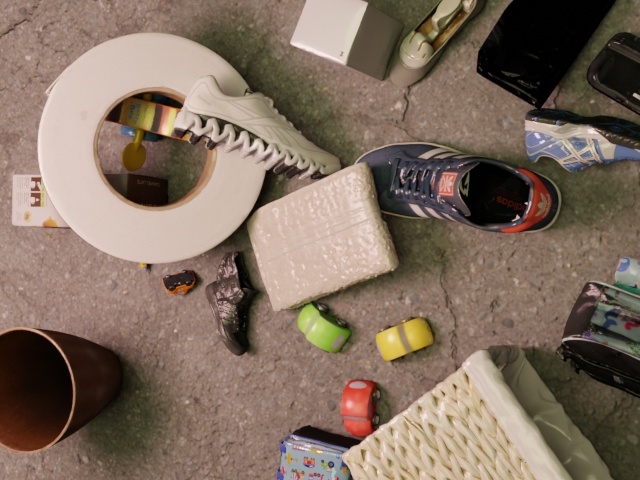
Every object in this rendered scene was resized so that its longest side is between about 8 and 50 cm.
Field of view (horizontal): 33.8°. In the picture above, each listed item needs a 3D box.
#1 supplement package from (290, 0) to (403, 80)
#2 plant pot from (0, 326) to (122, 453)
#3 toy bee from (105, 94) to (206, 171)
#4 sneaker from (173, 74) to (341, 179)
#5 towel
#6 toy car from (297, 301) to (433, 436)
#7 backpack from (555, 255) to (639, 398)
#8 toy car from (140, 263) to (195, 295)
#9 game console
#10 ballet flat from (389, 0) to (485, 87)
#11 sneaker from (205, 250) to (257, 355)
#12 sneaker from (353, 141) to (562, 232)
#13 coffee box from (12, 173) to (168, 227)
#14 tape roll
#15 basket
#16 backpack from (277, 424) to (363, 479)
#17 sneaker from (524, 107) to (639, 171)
[{"bbox_3d":[0.046,-0.335,1.706,0.105,0.179,0.105,25,100,20],"label":"supplement package"},{"bbox_3d":[-0.464,0.254,1.891,0.215,0.230,0.216,0,91,22],"label":"plant pot"},{"bbox_3d":[-0.347,-0.221,1.881,0.298,0.162,0.195,-6,89,22],"label":"toy bee"},{"bbox_3d":[-0.092,-0.183,1.752,0.292,0.110,0.118,20,79,-17],"label":"sneaker"},{"bbox_3d":[0.000,0.000,1.764,0.282,0.049,0.187,-22,83,38],"label":"towel"},{"bbox_3d":[0.046,0.187,1.775,0.225,0.053,0.239,36,103,18],"label":"toy car"},{"bbox_3d":[0.497,0.148,1.491,0.253,0.225,0.191,26,83,31],"label":"backpack"},{"bbox_3d":[-0.279,0.060,1.930,0.122,0.060,0.041,41,150,34],"label":"toy car"},{"bbox_3d":[0.431,-0.263,1.598,0.361,0.044,0.213,35,89,19],"label":"game console"},{"bbox_3d":[0.180,-0.340,1.711,0.213,0.068,0.072,-47,74,16],"label":"ballet flat"},{"bbox_3d":[-0.147,0.110,1.856,0.089,0.051,0.170,-30,76,24],"label":"sneaker"},{"bbox_3d":[0.198,-0.089,1.660,0.350,0.148,0.131,8,93,23],"label":"sneaker"},{"bbox_3d":[-0.419,-0.070,1.921,0.246,0.141,0.098,1,90,23],"label":"coffee box"},{"bbox_3d":[-0.284,-0.155,1.783,0.391,0.072,0.392,-1,94,-15],"label":"tape roll"},{"bbox_3d":[0.256,0.356,1.529,0.266,0.328,0.331,-39,75,13],"label":"basket"},{"bbox_3d":[0.002,0.414,1.762,0.158,0.117,0.173,12,97,23],"label":"backpack"},{"bbox_3d":[0.416,-0.147,1.619,0.211,0.080,0.081,15,117,23],"label":"sneaker"}]
